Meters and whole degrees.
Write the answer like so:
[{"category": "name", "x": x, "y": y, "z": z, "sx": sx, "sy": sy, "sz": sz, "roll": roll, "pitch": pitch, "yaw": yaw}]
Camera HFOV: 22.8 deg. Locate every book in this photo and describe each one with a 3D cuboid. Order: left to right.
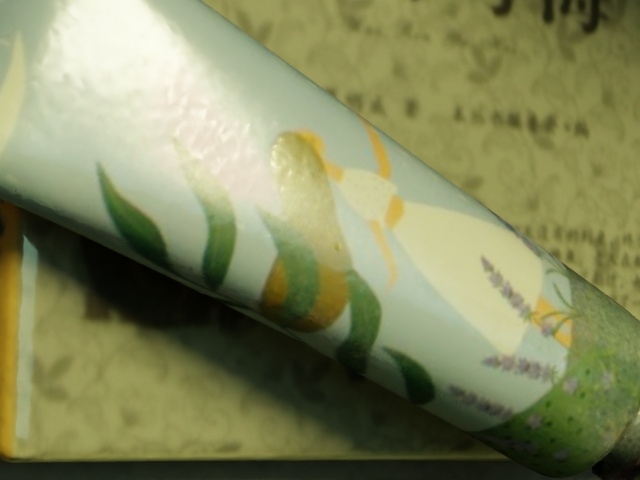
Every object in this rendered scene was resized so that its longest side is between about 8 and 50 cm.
[{"category": "book", "x": 0.028, "y": -0.122, "z": 0.511, "sx": 0.269, "sy": 0.032, "sz": 0.388, "roll": 4, "pitch": 85, "yaw": -32}]

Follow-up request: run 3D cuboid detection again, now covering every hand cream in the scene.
[{"category": "hand cream", "x": 0.000, "y": 0.000, "z": 0.446, "sx": 0.256, "sy": 0.055, "sz": 0.088, "roll": 32, "pitch": 78, "yaw": -19}]
